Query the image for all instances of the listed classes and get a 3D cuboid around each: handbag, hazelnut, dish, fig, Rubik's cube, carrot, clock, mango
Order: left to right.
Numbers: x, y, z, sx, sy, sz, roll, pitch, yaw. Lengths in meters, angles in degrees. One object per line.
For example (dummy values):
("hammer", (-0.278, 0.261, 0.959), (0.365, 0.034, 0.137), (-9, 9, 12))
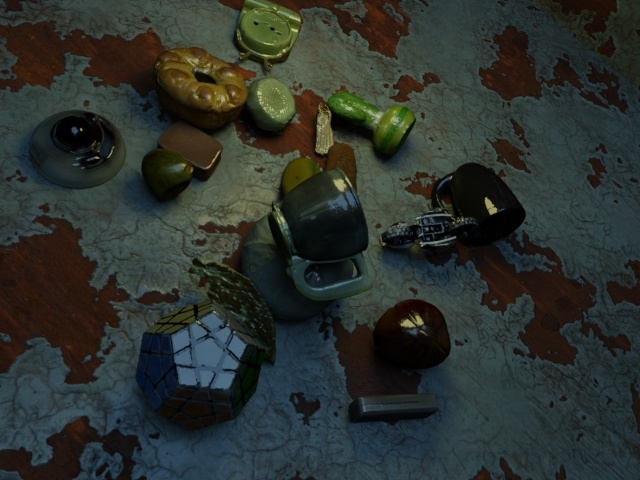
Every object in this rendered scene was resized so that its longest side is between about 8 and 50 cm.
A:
("dish", (-0.729, -0.305, 1.622), (0.273, 0.134, 0.273), (9, 61, -16))
("fig", (-0.461, -0.201, 1.645), (0.144, 0.165, 0.154), (6, 88, -54))
("handbag", (-0.421, -0.297, 1.760), (0.193, 0.072, 0.151), (28, 58, -1))
("Rubik's cube", (-0.297, 0.307, 1.354), (0.264, 0.319, 0.319), (6, 57, -47))
("clock", (-0.214, -0.785, 2.076), (0.235, 0.096, 0.308), (18, 60, -10))
("mango", (-0.066, -0.184, 1.784), (0.137, 0.091, 0.237), (-11, 46, 19))
("carrot", (0.061, -0.194, 1.833), (0.138, 0.139, 0.302), (12, 60, -13))
("hazelnut", (0.272, 0.281, 1.603), (0.229, 0.229, 0.229), (8, 61, -15))

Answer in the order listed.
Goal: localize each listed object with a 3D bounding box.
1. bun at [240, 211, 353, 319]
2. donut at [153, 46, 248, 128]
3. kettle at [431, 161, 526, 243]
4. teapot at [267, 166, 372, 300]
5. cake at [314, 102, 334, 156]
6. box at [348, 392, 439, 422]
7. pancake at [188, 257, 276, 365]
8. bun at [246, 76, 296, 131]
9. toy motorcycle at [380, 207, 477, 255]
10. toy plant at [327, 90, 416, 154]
("bun", (-0.065, 0.056, 1.608), (0.362, 0.211, 0.362), (6, 63, -13))
("donut", (-0.401, -0.513, 1.809), (0.299, 0.150, 0.317), (-8, 54, -27))
("kettle", (0.547, -0.148, 1.949), (0.268, 0.207, 0.290), (-20, 59, -3))
("teapot", (-0.008, -0.014, 1.451), (0.239, 0.321, 0.239), (-21, 32, -10))
("cake", (0.019, -0.405, 1.944), (0.079, 0.116, 0.185), (9, 56, -9))
("box", (0.208, 0.476, 1.537), (0.243, 0.103, 0.055), (2, 58, -18))
("pancake", (-0.242, 0.202, 1.523), (0.197, 0.054, 0.376), (-31, 90, 8))
("bun", (-0.182, -0.470, 1.900), (0.195, 0.118, 0.195), (20, 58, -36))
("toy motorcycle", (0.359, -0.019, 1.833), (0.327, 0.188, 0.143), (-8, 76, -6))
("toy plant", (0.182, -0.461, 1.999), (0.316, 0.184, 0.224), (31, 29, 6))
